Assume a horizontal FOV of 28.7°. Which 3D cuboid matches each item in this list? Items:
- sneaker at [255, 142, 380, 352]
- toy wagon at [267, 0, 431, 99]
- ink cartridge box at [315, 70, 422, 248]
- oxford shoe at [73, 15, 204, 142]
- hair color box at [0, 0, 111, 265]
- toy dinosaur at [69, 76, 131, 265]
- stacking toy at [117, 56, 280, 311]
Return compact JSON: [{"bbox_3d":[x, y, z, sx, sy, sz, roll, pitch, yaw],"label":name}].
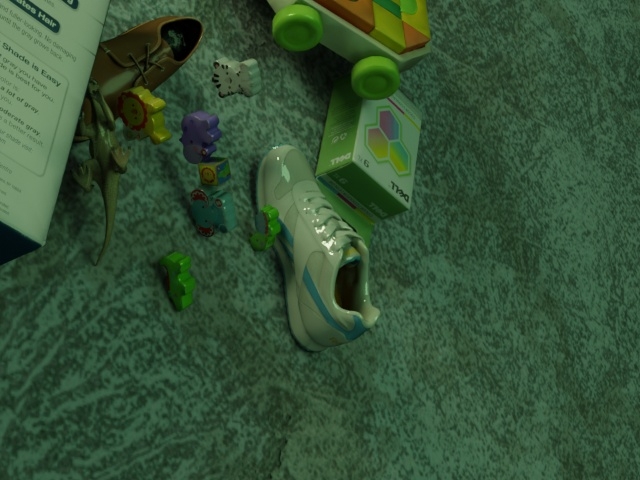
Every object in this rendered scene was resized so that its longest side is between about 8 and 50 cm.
[{"bbox_3d":[0.000,0.000,1.348,0.087,0.092,0.228,-11,82,-51],"label":"sneaker"},{"bbox_3d":[-0.012,-0.321,1.450,0.344,0.068,0.267,28,42,-32],"label":"toy wagon"},{"bbox_3d":[0.057,-0.094,1.485,0.109,0.062,0.209,39,47,-35],"label":"ink cartridge box"},{"bbox_3d":[-0.186,-0.166,1.204,0.076,0.076,0.212,58,42,-20],"label":"oxford shoe"},{"bbox_3d":[-0.288,-0.165,1.047,0.174,0.105,0.347,35,49,-37],"label":"hair color box"},{"bbox_3d":[-0.191,-0.068,1.111,0.092,0.053,0.183,-142,-134,-85],"label":"toy dinosaur"},{"bbox_3d":[-0.116,-0.063,1.243,0.167,0.052,0.221,-34,122,-50],"label":"stacking toy"}]
